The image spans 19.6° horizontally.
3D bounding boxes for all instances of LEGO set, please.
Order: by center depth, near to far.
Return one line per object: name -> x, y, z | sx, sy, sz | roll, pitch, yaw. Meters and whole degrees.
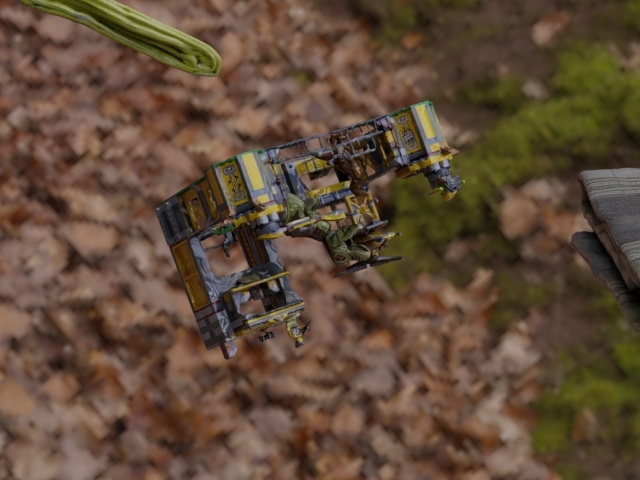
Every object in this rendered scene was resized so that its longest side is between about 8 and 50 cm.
LEGO set -> 0.000, 0.000, 1.916 | 0.331, 0.255, 0.192 | -17, 85, -41

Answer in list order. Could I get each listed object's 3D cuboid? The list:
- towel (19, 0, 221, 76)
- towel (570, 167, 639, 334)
towel -> -0.105, -0.113, 0.974 | 0.102, 0.021, 0.237 | 25, 3, -8
towel -> 0.291, 0.005, 0.913 | 0.312, 0.324, 0.056 | -75, 163, -78
